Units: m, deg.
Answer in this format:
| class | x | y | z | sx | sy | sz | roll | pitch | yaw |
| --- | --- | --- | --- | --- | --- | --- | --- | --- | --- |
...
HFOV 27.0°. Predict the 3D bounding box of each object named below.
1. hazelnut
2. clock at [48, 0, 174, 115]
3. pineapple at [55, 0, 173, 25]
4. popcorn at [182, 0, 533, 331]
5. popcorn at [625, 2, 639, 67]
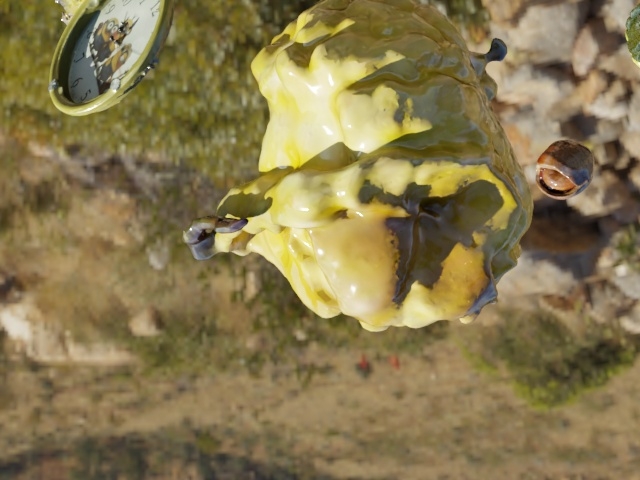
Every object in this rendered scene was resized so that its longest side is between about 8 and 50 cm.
| class | x | y | z | sx | sy | sz | roll | pitch | yaw |
| --- | --- | --- | --- | --- | --- | --- | --- | --- | --- |
| hazelnut | 0.334 | -0.096 | 1.816 | 0.086 | 0.086 | 0.086 | -4 | 148 | -2 |
| clock | -0.267 | -0.260 | 1.769 | 0.237 | 0.237 | 0.057 | -27 | 137 | 31 |
| pineapple | -0.309 | -0.367 | 2.010 | 0.221 | 0.221 | 0.047 | -25 | -179 | 29 |
| popcorn | 0.034 | -0.064 | 1.333 | 0.381 | 0.349 | 0.349 | -23 | 146 | 7 |
| popcorn | 0.515 | -0.303 | 1.947 | 0.135 | 0.162 | 0.141 | 23 | 146 | 36 |
